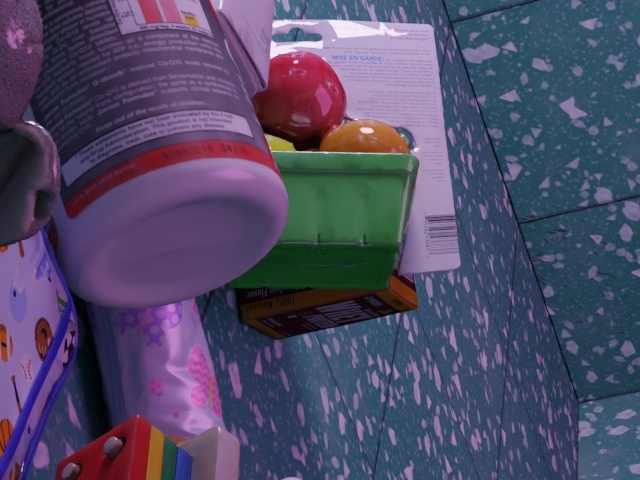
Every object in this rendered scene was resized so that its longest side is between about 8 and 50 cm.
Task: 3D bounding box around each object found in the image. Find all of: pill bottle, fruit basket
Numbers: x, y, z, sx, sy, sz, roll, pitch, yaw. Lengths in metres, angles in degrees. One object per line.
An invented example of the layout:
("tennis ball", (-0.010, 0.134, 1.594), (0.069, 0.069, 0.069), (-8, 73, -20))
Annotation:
("pill bottle", (-0.179, -0.139, 1.702), (0.210, 0.210, 0.363), (45, 20, -61))
("fruit basket", (-0.016, -0.108, 2.194), (0.165, 0.327, 0.353), (101, -13, -52))

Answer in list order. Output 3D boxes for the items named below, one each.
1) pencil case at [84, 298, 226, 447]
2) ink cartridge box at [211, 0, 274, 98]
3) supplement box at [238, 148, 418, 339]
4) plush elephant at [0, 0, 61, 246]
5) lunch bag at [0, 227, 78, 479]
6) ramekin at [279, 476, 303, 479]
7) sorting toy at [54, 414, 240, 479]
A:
("pencil case", (-0.170, 0.086, 1.820), (0.124, 0.113, 0.273), (-14, 91, -66))
("ink cartridge box", (-0.158, -0.260, 1.968), (0.278, 0.201, 0.117), (-87, 156, -43))
("supplement box", (0.000, 0.000, 2.316), (0.129, 0.191, 0.194), (36, 43, -68))
("plush elephant", (-0.303, -0.116, 1.269), (0.330, 0.255, 0.272), (-13, 89, -74))
("lunch bag", (-0.277, 0.075, 1.462), (0.303, 0.115, 0.243), (-74, 152, -57))
("ramekin", (-0.063, 0.385, 1.906), (0.277, 0.135, 0.277), (-13, 90, -75))
("sorting toy", (-0.188, 0.273, 1.397), (0.089, 0.257, 0.255), (40, 33, -30))
